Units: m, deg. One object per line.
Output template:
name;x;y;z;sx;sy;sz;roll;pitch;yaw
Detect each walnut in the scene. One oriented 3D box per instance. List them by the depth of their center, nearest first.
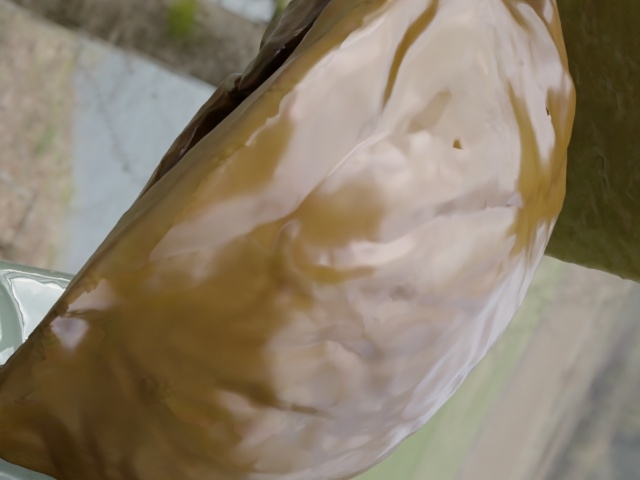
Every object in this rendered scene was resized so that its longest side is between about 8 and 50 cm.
walnut;0.001;0.002;0.457;0.167;0.087;0.211;-43;-172;26

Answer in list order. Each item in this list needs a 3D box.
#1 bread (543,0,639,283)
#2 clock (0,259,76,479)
bread;0.253;-0.010;0.788;0.233;0.361;0.245;-15;138;-28
clock;-0.129;0.163;0.582;0.109;0.265;0.324;-30;-124;51
